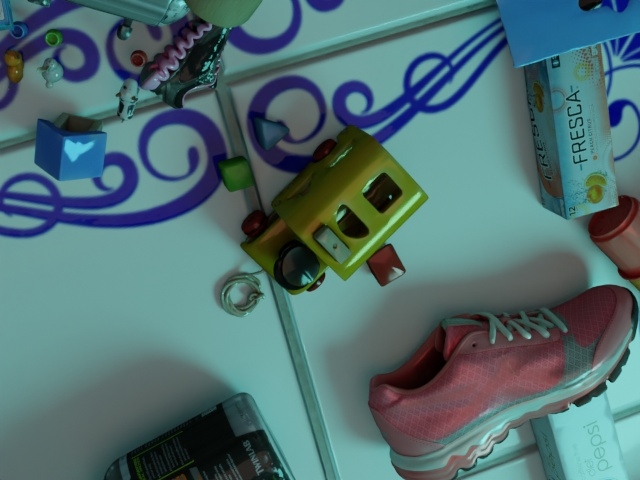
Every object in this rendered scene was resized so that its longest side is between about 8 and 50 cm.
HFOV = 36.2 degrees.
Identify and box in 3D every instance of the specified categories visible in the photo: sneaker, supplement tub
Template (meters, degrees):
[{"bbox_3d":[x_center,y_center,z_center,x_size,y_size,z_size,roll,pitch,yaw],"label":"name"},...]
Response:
[{"bbox_3d":[0.189,0.122,1.016,0.313,0.116,0.136,-34,110,-4],"label":"sneaker"},{"bbox_3d":[-0.108,-0.168,0.895,0.119,0.047,0.057,-41,118,8],"label":"sneaker"},{"bbox_3d":[-0.129,0.241,0.964,0.190,0.117,0.117,-27,110,-5],"label":"supplement tub"}]

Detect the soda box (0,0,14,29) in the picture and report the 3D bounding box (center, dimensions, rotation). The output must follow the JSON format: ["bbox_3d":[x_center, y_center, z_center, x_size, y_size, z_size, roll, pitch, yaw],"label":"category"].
[{"bbox_3d":[-0.298,-0.273,0.786,0.067,0.071,0.210,-9,101,-13],"label":"soda box"}]

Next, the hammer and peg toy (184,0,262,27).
[{"bbox_3d":[-0.052,-0.343,0.706,0.266,0.361,0.127,36,138,-19],"label":"hammer and peg toy"}]

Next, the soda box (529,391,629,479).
[{"bbox_3d":[0.293,0.247,1.104,0.073,0.069,0.216,-22,109,-8],"label":"soda box"}]

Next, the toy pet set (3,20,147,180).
[{"bbox_3d":[-0.222,-0.117,0.853,0.122,0.065,0.114,12,115,-3],"label":"toy pet set"}]

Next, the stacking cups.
[{"bbox_3d":[0.421,0.068,1.074,0.096,0.096,0.316,-47,111,1],"label":"stacking cups"}]

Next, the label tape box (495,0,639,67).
[{"bbox_3d":[0.246,-0.350,0.855,0.240,0.106,0.334,-17,92,-9],"label":"label tape box"}]

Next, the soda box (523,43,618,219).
[{"bbox_3d":[0.253,-0.118,0.994,0.062,0.058,0.183,-15,108,-10],"label":"soda box"}]

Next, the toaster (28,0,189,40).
[{"bbox_3d":[-0.155,-0.284,0.804,0.146,0.129,0.227,19,98,-23],"label":"toaster"}]

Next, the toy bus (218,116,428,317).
[{"bbox_3d":[0.005,-0.012,0.934,0.190,0.104,0.202,-3,106,-14],"label":"toy bus"}]

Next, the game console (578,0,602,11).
[{"bbox_3d":[0.229,-0.276,0.945,0.122,0.071,0.107,52,50,-7],"label":"game console"}]
